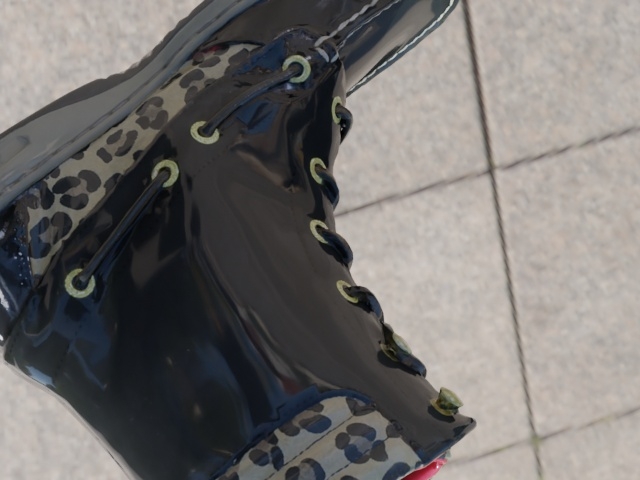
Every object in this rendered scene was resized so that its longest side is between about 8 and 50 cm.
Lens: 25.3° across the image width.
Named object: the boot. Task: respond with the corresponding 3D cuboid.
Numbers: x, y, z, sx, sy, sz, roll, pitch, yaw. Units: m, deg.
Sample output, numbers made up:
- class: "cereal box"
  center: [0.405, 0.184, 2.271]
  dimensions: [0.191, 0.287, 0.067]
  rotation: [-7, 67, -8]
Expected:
- class: "boot"
  center: [-0.001, 0.001, 0.502]
  dimensions: [0.236, 0.178, 0.085]
  rotation: [-35, 161, -21]
